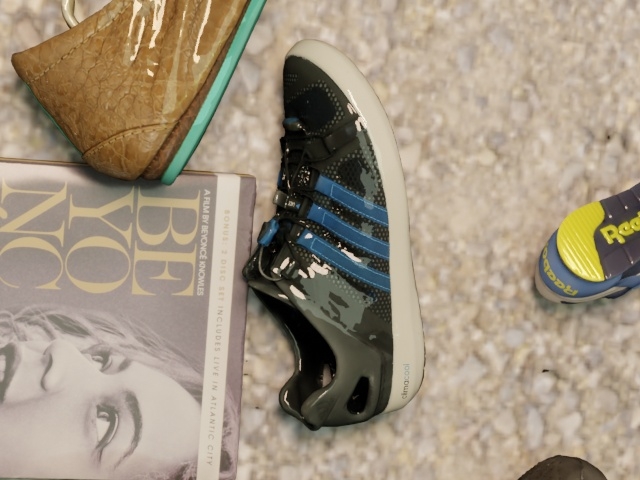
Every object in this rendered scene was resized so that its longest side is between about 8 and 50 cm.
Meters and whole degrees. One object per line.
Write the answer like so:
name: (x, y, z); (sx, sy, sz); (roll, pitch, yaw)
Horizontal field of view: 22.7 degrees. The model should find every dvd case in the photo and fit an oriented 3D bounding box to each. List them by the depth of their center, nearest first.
dvd case: (-0.146, 0.041, 0.818); (0.221, 0.018, 0.164); (3, 94, -16)

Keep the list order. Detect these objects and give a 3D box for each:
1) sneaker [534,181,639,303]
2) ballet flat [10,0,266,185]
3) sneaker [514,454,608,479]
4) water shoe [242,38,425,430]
sneaker: (0.177, -0.002, 0.887); (0.144, 0.059, 0.053); (-15, 67, -29)
ballet flat: (-0.041, -0.193, 0.786); (0.124, 0.116, 0.342); (33, 91, -7)
sneaker: (0.018, 0.193, 0.833); (0.162, 0.106, 0.281); (41, 84, -10)
water shoe: (0.000, 0.000, 0.819); (0.080, 0.073, 0.203); (-17, 100, -25)
